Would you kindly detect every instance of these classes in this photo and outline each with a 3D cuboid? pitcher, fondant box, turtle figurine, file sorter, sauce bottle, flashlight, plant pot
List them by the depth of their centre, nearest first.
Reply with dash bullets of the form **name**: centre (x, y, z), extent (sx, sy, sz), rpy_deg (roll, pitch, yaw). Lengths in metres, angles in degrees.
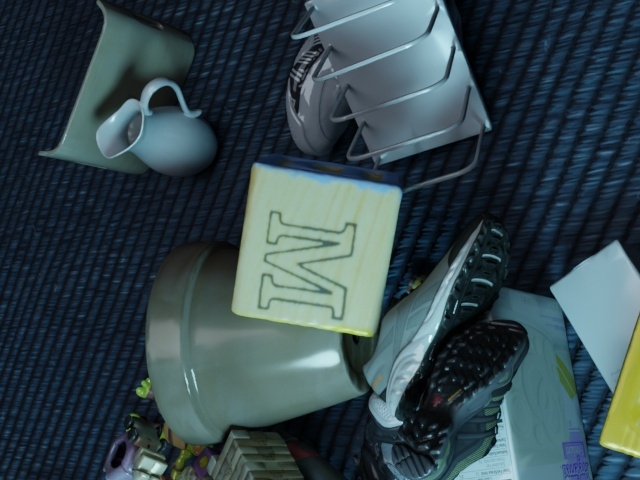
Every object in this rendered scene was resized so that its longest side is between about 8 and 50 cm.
- **fondant box**: centre (0.255, 0.234, 1.335), extent (0.096, 0.238, 0.330), rpy_deg (-15, 74, 33)
- **file sorter**: centre (0.102, -0.225, 1.463), extent (0.193, 0.173, 0.277), rpy_deg (-16, 113, 22)
- **flashlight**: centre (0.001, 0.384, 1.531), extent (0.103, 0.103, 0.304), rpy_deg (-35, 28, -14)
- **sauce bottle**: centre (0.189, 0.089, 1.536), extent (0.128, 0.042, 0.042), rpy_deg (24, 98, 36)
- **plant pot**: centre (-0.071, 0.150, 1.586), extent (0.280, 0.323, 0.323), rpy_deg (-5, 79, 21)
- **turtle figurine**: centre (-0.246, 0.318, 1.807), extent (0.217, 0.087, 0.269), rpy_deg (21, 105, 46)
- **pitcher**: centre (-0.267, -0.201, 1.830), extent (0.178, 0.207, 0.125), rpy_deg (-46, 58, 22)

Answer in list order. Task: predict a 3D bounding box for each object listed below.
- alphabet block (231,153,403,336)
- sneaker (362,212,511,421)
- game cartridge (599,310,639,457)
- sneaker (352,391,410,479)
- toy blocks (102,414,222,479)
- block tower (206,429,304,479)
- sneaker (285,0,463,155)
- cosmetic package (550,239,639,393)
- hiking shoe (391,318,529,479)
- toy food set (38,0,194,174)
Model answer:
- **alphabet block**: centre (0.000, 0.000, 1.364), extent (0.193, 0.192, 0.197), rpy_deg (10, 99, 4)
- **sneaker**: centre (0.132, 0.082, 1.242), extent (0.108, 0.100, 0.271), rpy_deg (39, 106, 40)
- **game cartridge**: centre (0.521, 0.157, 1.187), extent (0.324, 0.053, 0.285), rpy_deg (17, 94, 14)
- **sneaker**: centre (0.157, 0.340, 1.488), extent (0.268, 0.101, 0.153), rpy_deg (33, 109, 37)
- **toy blocks**: centre (-0.214, 0.486, 1.575), extent (0.260, 0.309, 0.288), rpy_deg (-52, 34, 12)
- **block tower**: centre (-0.054, 0.402, 1.446), extent (0.335, 0.091, 0.097), rpy_deg (51, 124, 48)
- **sneaker**: centre (0.088, -0.289, 1.612), extent (0.210, 0.137, 0.366), rpy_deg (25, 96, 40)
- **cosmetic package**: centre (0.411, 0.127, 1.331), extent (0.117, 0.085, 0.231), rpy_deg (-38, 60, 26)
- **hiking shoe**: centre (0.171, 0.195, 1.200), extent (0.086, 0.114, 0.227), rpy_deg (27, 71, 39)
- **toy food set**: centre (-0.382, -0.277, 1.924), extent (0.092, 0.220, 0.306), rpy_deg (29, 101, 37)
